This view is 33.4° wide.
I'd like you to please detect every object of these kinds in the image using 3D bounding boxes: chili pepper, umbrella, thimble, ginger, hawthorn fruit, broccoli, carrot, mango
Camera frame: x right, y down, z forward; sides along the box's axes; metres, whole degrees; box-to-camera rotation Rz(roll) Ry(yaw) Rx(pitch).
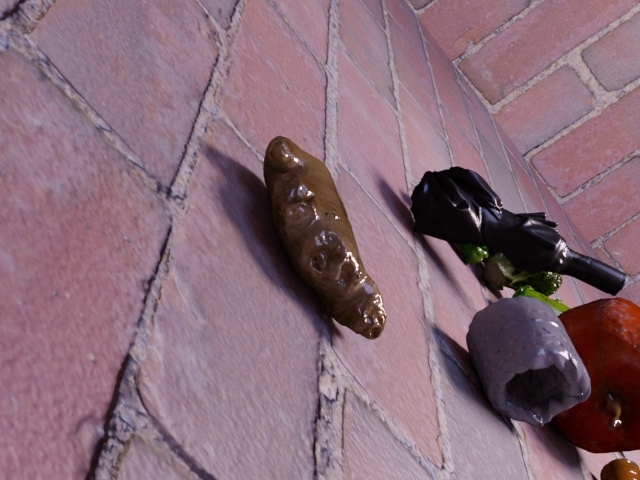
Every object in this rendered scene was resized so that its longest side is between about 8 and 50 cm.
[{"bbox_3d":[0.210,-0.033,1.706,0.182,0.050,0.073,45,15,-38],"label":"chili pepper"},{"bbox_3d":[0.292,-0.006,1.572,0.340,0.118,0.118,26,18,1],"label":"umbrella"},{"bbox_3d":[0.265,0.157,1.369,0.151,0.127,0.118,40,24,-39],"label":"thimble"},{"bbox_3d":[-0.003,-0.003,1.051,0.137,0.074,0.213,32,34,-52],"label":"ginger"},{"bbox_3d":[0.421,0.207,1.533,0.242,0.242,0.271,55,23,2],"label":"hawthorn fruit"},{"bbox_3d":[0.333,0.031,1.792,0.162,0.137,0.146,24,-51,45],"label":"broccoli"},{"bbox_3d":[0.447,0.403,1.529,0.061,0.061,0.210,49,21,-19],"label":"carrot"},{"bbox_3d":[0.370,0.142,1.735,0.178,0.100,0.119,37,8,-30],"label":"mango"}]
